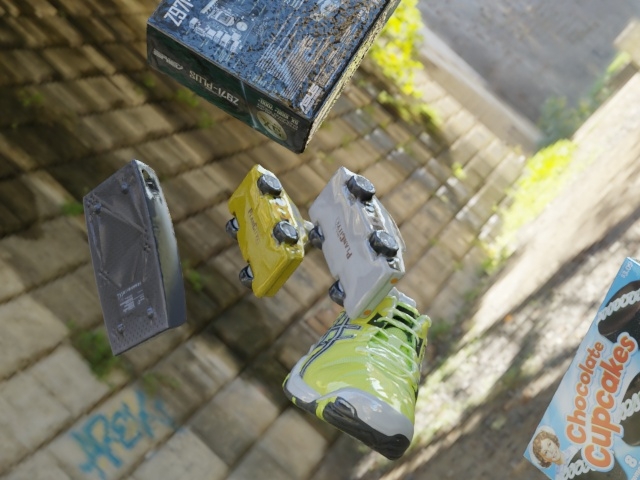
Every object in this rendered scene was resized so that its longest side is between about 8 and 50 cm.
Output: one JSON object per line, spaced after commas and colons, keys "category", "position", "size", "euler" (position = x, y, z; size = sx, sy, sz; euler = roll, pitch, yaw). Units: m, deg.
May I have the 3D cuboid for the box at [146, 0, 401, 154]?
{"category": "box", "position": [-0.028, -0.185, 0.861], "size": [0.180, 0.147, 0.077], "euler": [-59, -1, -17]}

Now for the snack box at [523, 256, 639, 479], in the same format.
{"category": "snack box", "position": [0.413, 0.206, 1.426], "size": [0.060, 0.187, 0.322], "euler": [2, -63, -45]}

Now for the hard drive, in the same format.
{"category": "hard drive", "position": [-0.272, 0.027, 1.601], "size": [0.054, 0.254, 0.172], "euler": [-1, -19, -42]}

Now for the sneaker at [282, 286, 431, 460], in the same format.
{"category": "sneaker", "position": [0.053, 0.133, 1.252], "size": [0.147, 0.145, 0.384], "euler": [-57, 7, 6]}

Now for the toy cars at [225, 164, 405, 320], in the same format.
{"category": "toy cars", "position": [0.000, 0.000, 1.371], "size": [0.394, 0.087, 0.176], "euler": [8, 83, 56]}
